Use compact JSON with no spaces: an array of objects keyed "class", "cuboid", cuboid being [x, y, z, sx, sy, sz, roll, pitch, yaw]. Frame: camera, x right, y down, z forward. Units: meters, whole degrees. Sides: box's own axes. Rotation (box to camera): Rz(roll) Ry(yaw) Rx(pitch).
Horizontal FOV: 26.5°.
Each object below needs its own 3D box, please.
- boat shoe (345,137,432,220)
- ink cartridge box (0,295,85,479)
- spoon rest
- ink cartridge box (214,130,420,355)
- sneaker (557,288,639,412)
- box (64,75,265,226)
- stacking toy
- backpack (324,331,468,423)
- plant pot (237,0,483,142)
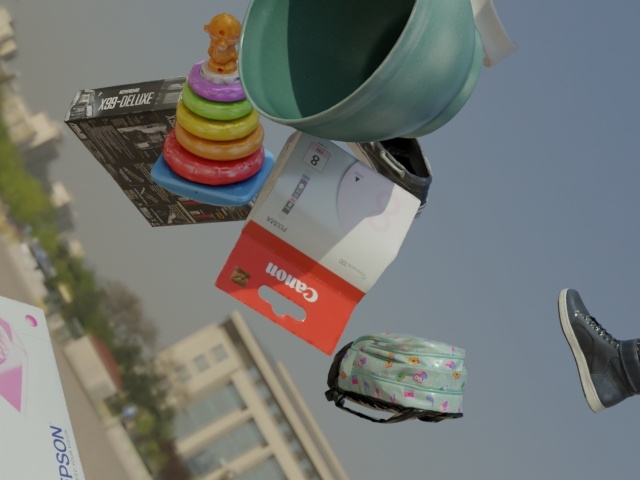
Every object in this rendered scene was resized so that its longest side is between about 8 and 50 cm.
[{"class":"boat shoe","cuboid":[0.109,-0.167,2.226,0.301,0.108,0.102,-110,-149,-44]},{"class":"ink cartridge box","cuboid":[-0.464,0.189,1.724,0.330,0.071,0.324,23,36,-47]},{"class":"spoon rest","cuboid":[0.180,-0.345,1.803,0.276,0.137,0.084,52,9,-22]},{"class":"ink cartridge box","cuboid":[0.000,0.000,1.726,0.189,0.232,0.066,33,-25,-16]},{"class":"sneaker","cuboid":[0.517,0.169,2.375,0.086,0.163,0.226,11,58,-58]},{"class":"box","cuboid":[-0.266,-0.149,2.389,0.243,0.076,0.307,-4,-39,30]},{"class":"stacking toy","cuboid":[-0.157,-0.219,2.094,0.165,0.175,0.301,-64,165,-50]},{"class":"backpack","cuboid":[0.110,0.179,1.779,0.182,0.152,0.115,4,-88,58]},{"class":"plant pot","cuboid":[0.071,-0.237,1.633,0.196,0.293,0.293,28,14,-41]}]
